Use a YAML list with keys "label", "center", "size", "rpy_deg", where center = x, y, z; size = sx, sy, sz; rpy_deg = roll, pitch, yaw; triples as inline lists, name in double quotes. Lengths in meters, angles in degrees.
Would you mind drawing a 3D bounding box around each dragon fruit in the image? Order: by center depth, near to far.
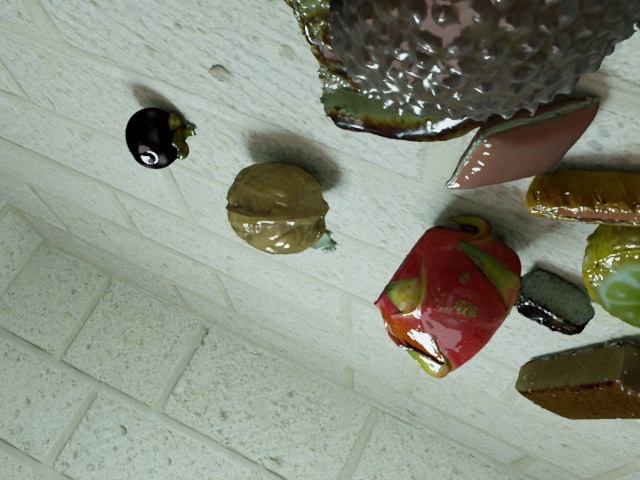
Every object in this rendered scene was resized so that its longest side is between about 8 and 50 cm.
- label: "dragon fruit"
  center: [0.220, 0.084, 1.218]
  size: [0.189, 0.290, 0.290]
  rpy_deg: [35, 158, -3]

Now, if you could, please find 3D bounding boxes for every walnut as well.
- label: "walnut"
  center: [-0.088, -0.066, 1.356]
  size: [0.245, 0.198, 0.198]
  rpy_deg: [8, 150, 43]

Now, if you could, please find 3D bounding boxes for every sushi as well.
- label: "sushi"
  center: [0.440, 0.118, 1.251]
  size: [0.150, 0.090, 0.078]
  rpy_deg: [26, 154, 12]

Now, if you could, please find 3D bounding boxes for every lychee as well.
- label: "lychee"
  center: [0.140, -0.245, 0.586]
  size: [0.300, 0.300, 0.300]
  rpy_deg: [25, 158, 11]

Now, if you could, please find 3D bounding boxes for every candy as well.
- label: "candy"
  center: [0.523, 0.047, 0.970]
  size: [0.260, 0.118, 0.260]
  rpy_deg: [20, 153, 11]

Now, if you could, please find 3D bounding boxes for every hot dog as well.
- label: "hot dog"
  center: [0.421, -0.062, 0.903]
  size: [0.286, 0.087, 0.061]
  rpy_deg: [2, 147, 38]

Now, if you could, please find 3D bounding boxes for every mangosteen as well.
- label: "mangosteen"
  center: [-0.346, -0.224, 1.433]
  size: [0.152, 0.137, 0.137]
  rpy_deg: [-8, 153, 0]

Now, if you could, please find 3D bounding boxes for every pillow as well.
- label: "pillow"
  center: [0.264, -0.130, 0.889]
  size: [0.172, 0.075, 0.179]
  rpy_deg: [-14, 162, -9]

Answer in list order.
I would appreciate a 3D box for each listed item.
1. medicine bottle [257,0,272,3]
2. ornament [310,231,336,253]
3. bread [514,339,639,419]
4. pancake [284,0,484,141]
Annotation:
- label: "medicine bottle"
  center: [-0.140, -0.391, 0.778]
  size: [0.237, 0.139, 0.139]
  rpy_deg: [26, 158, 3]
- label: "ornament"
  center: [-0.003, -0.002, 1.590]
  size: [0.069, 0.041, 0.092]
  rpy_deg: [-3, 136, 16]
- label: "bread"
  center: [0.606, 0.319, 1.458]
  size: [0.165, 0.113, 0.416]
  rpy_deg: [31, 159, -4]
- label: "pancake"
  center: [0.119, -0.245, 0.880]
  size: [0.427, 0.066, 0.305]
  rpy_deg: [7, 148, 46]
